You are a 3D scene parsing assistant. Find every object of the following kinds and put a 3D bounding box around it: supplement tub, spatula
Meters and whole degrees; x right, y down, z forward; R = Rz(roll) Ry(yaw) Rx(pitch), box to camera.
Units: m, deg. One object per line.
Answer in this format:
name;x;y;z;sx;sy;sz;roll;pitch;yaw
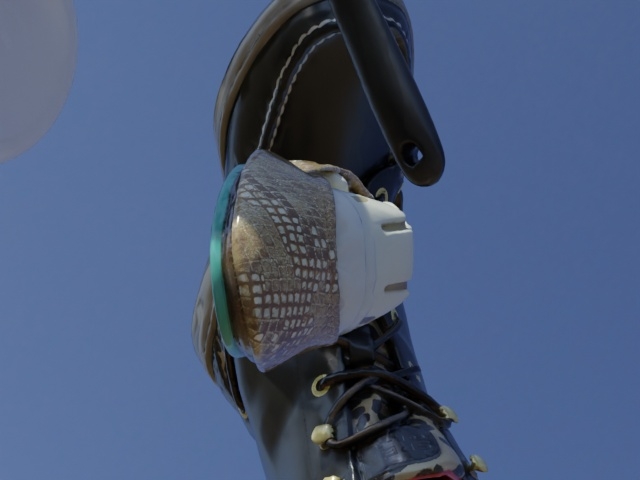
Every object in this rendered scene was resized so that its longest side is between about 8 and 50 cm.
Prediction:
supplement tub;-0.400;-0.180;1.571;0.316;0.228;0.228;4;-55;40
spatula;-0.003;-0.162;0.949;0.084;0.030;0.296;-34;-100;37

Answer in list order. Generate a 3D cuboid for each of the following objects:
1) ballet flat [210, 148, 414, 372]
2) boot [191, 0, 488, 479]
ballet flat;0.000;0.000;0.611;0.067;0.206;0.073;-2;-81;0
boot;0.019;0.050;1.109;0.377;0.138;0.284;108;-31;-41
